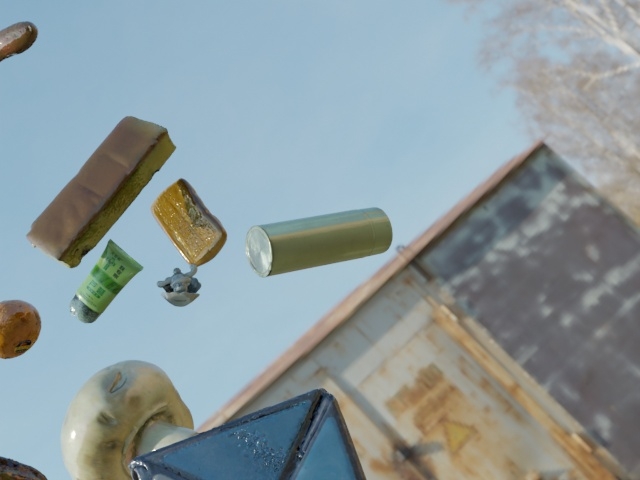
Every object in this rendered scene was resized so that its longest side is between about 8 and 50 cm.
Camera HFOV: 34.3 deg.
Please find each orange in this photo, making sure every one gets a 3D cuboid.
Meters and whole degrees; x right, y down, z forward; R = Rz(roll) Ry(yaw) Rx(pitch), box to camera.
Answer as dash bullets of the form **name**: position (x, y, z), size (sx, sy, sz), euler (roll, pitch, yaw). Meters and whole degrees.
- **orange**: position (-0.677, 0.190, 2.269), size (0.136, 0.117, 0.135), euler (-28, -29, -17)

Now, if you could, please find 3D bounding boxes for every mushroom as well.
- **mushroom**: position (-0.438, 0.459, 2.517), size (0.353, 0.353, 0.325), euler (-49, 3, 14)

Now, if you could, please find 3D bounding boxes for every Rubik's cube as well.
- **Rubik's cube**: position (-0.073, 0.422, 1.461), size (0.307, 0.305, 0.310), euler (-18, -24, -8)

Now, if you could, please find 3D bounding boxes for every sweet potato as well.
- **sweet potato**: position (-0.552, -0.317, 1.729), size (0.214, 0.050, 0.050), euler (-16, -7, 23)

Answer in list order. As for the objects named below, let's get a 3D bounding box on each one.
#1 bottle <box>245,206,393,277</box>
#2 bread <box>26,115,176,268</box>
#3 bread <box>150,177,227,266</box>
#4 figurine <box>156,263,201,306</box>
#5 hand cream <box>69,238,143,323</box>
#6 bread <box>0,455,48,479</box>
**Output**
- **bottle**: position (0.000, 0.000, 1.431), size (0.202, 0.072, 0.072), euler (-10, -35, -33)
- **bread**: position (-0.462, -0.102, 2.185), size (0.361, 0.138, 0.077), euler (-54, -38, -19)
- **bread**: position (-0.282, -0.036, 2.268), size (0.116, 0.200, 0.077), euler (-42, -23, 8)
- **figurine**: position (-0.299, 0.094, 2.191), size (0.095, 0.086, 0.082), euler (2, -30, -6)
- **hand cream**: position (-0.455, 0.093, 2.161), size (0.175, 0.095, 0.046), euler (-51, -8, 11)
- **bread**: position (-0.663, 0.503, 2.107), size (0.124, 0.344, 0.084), euler (-67, 15, -2)
